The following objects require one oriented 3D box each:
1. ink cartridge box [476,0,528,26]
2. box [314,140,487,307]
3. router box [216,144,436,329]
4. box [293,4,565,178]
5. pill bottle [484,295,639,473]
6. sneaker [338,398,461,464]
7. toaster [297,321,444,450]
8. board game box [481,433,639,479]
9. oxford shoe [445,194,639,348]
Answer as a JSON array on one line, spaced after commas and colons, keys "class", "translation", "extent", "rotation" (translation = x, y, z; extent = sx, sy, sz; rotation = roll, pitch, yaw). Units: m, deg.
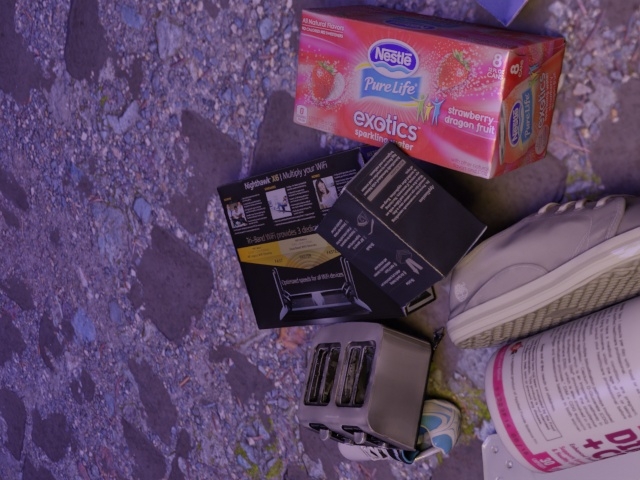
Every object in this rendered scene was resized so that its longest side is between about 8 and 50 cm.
[{"class": "ink cartridge box", "translation": [0.172, -0.465, 0.931], "extent": [0.330, 0.071, 0.324], "rotation": [47, 122, 21]}, {"class": "box", "translation": [0.093, -0.015, 1.045], "extent": [0.158, 0.093, 0.156], "rotation": [42, 158, 2]}, {"class": "router box", "translation": [0.000, 0.000, 1.268], "extent": [0.309, 0.081, 0.242], "rotation": [-10, 99, 43]}, {"class": "box", "translation": [0.125, -0.195, 1.044], "extent": [0.300, 0.142, 0.154], "rotation": [22, 118, 35]}, {"class": "pill bottle", "translation": [0.343, 0.154, 0.953], "extent": [0.283, 0.160, 0.160], "rotation": [-29, 85, 37]}, {"class": "sneaker", "translation": [0.106, 0.297, 1.267], "extent": [0.237, 0.086, 0.085], "rotation": [-27, 112, 43]}, {"class": "toaster", "translation": [0.068, 0.203, 1.217], "extent": [0.168, 0.110, 0.185], "rotation": [-10, 61, 51]}, {"class": "board game box", "translation": [0.372, 0.408, 0.989], "extent": [0.390, 0.050, 0.389], "rotation": [-21, 63, 44]}, {"class": "oxford shoe", "translation": [0.310, 0.004, 0.953], "extent": [0.449, 0.169, 0.130], "rotation": [-30, 59, 43]}]
